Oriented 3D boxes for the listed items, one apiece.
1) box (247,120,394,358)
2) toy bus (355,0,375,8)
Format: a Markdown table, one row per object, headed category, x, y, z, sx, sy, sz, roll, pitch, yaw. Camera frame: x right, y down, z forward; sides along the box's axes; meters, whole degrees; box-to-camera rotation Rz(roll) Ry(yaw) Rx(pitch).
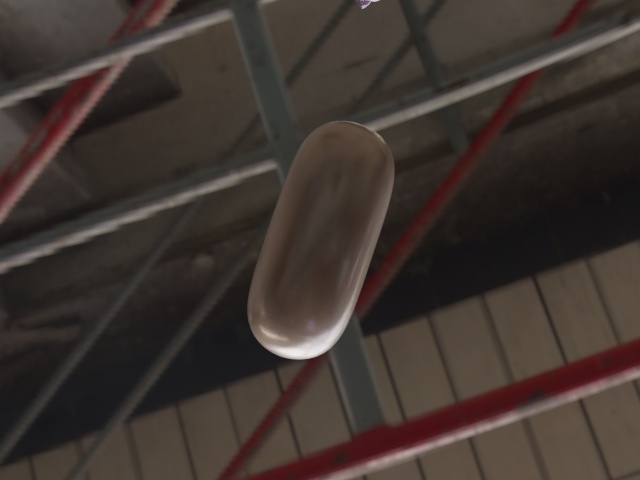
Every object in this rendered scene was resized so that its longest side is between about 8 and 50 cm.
| category | x | y | z | sx | sy | sz | roll | pitch | yaw |
| --- | --- | --- | --- | --- | --- | --- | --- | --- | --- |
| box | 0.000 | 0.000 | 1.175 | 0.088 | 0.200 | 0.146 | 18 | 175 | -2 |
| toy bus | 0.105 | -0.331 | 1.531 | 0.199 | 0.096 | 0.108 | -22 | 133 | -9 |
